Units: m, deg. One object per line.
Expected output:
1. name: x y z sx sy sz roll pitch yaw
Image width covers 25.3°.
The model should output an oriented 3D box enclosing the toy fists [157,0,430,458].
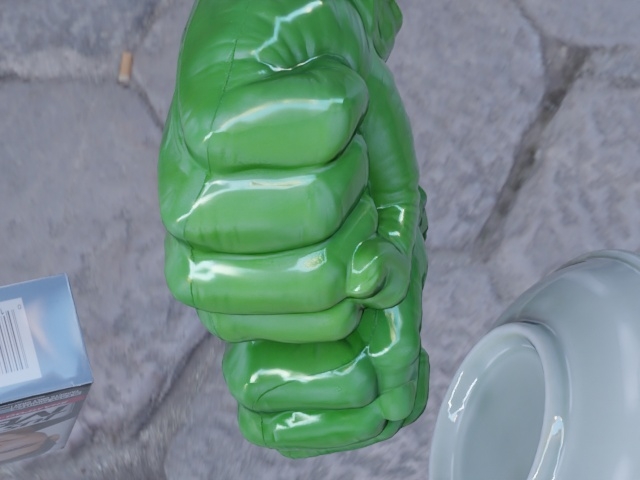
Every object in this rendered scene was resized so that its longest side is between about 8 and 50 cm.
1. toy fists: 0.000 0.000 0.609 0.096 0.279 0.142 7 60 13

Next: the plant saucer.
1. plant saucer: 0.192 0.188 1.304 0.100 0.400 0.401 19 72 -19

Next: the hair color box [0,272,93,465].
1. hair color box: -0.344 0.151 1.430 0.185 0.374 0.114 -12 77 -18
